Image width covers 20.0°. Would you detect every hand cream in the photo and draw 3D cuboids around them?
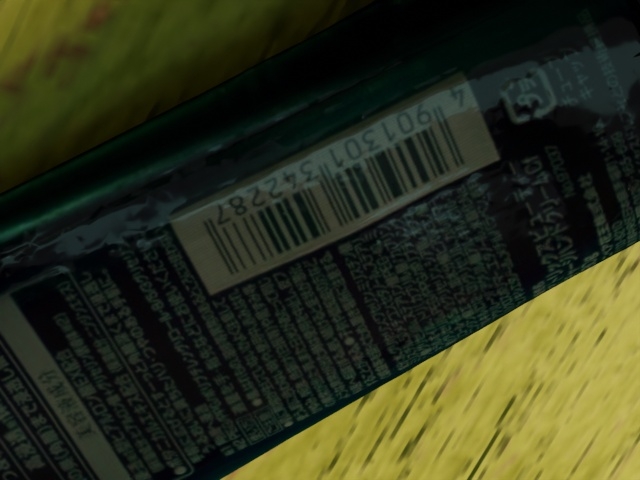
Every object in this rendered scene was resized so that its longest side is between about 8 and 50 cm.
[{"bbox_3d":[0.000,0.000,0.453,0.271,0.061,0.120,-30,131,-3],"label":"hand cream"}]
